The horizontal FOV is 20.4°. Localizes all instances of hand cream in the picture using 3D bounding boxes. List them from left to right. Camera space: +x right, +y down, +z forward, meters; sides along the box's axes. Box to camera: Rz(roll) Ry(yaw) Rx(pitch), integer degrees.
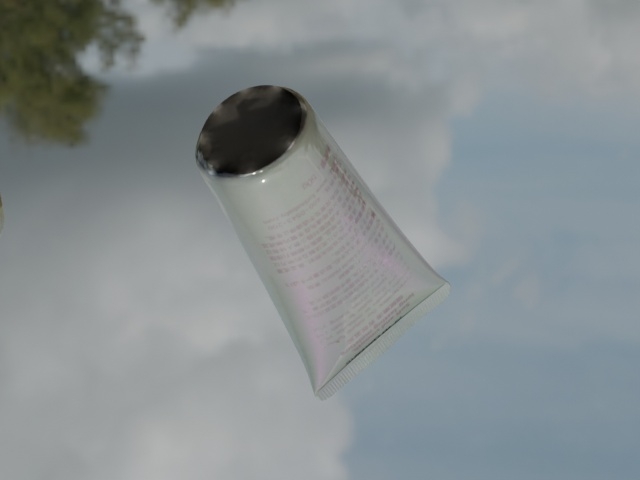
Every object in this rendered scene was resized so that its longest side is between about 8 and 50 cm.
[{"bbox_3d":[0.000,0.000,1.754,0.185,0.358,0.118,-41,-136,-10],"label":"hand cream"}]

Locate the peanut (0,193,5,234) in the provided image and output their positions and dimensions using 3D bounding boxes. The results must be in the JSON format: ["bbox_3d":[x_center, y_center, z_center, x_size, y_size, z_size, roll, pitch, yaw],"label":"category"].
[{"bbox_3d":[-0.377,-0.014,1.559,0.174,0.158,0.340,36,-167,-5],"label":"peanut"}]
